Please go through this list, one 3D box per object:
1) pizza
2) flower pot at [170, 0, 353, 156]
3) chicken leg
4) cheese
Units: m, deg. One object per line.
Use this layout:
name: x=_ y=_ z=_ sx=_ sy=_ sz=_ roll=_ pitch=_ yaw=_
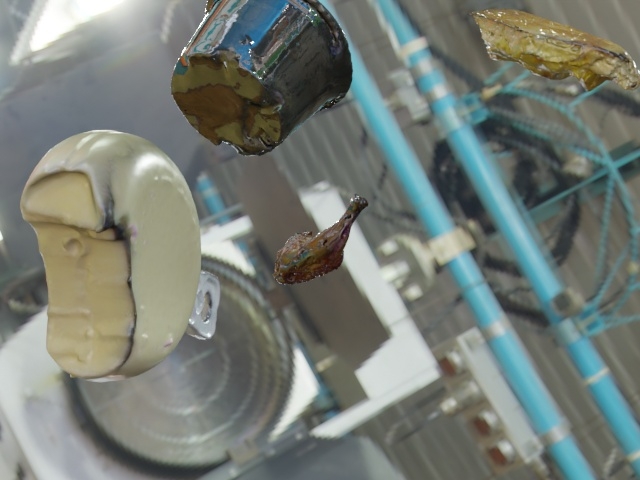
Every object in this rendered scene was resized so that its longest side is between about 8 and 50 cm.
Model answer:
pizza: x=0.160 y=-0.137 z=1.016 sx=0.160 sy=0.099 sz=0.036 roll=36 pitch=-61 yaw=55
flower pot: x=-0.062 y=-0.151 z=1.293 sx=0.157 sy=0.107 sz=0.157 roll=23 pitch=-36 yaw=18
chicken leg: x=0.001 y=0.004 z=1.539 sx=0.145 sy=0.037 sz=0.062 roll=-31 pitch=-122 yaw=37
cheese: x=-0.118 y=0.005 z=0.962 sx=0.070 sy=0.249 sz=0.163 roll=4 pitch=-83 yaw=18
